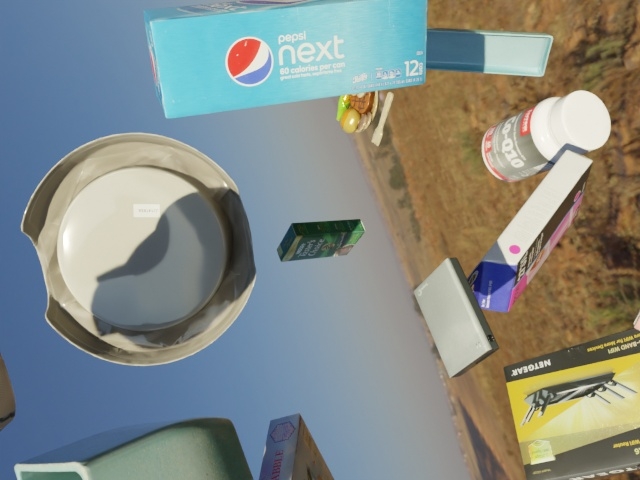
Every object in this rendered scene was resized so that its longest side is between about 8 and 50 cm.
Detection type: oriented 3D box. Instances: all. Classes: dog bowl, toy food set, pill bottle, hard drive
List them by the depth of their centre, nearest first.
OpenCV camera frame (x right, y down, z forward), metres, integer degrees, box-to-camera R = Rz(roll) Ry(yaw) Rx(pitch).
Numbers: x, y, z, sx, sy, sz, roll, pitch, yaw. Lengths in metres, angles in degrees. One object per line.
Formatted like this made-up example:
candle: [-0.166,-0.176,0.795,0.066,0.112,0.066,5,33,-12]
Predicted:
hard drive: [0.180,0.104,0.853,0.094,0.022,0.135,-55,46,48]
dog bowl: [-0.270,0.011,0.983,0.102,0.349,0.349,-129,17,-80]
toy food set: [0.080,-0.292,1.363,0.192,0.038,0.132,47,127,51]
pill bottle: [0.531,-0.246,1.513,0.161,0.161,0.283,69,158,0]

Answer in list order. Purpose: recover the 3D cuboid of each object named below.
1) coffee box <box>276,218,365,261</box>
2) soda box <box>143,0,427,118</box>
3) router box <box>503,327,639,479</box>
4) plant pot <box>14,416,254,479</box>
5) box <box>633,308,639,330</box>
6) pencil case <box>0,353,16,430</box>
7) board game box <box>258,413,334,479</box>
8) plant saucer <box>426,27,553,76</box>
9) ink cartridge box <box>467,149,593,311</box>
coffee box: [0.000,0.000,1.476,0.113,0.184,0.040,-55,48,48]
soda box: [-0.025,-0.151,0.495,0.067,0.210,0.071,-127,29,-57]
router box: [0.534,0.330,1.239,0.081,0.309,0.243,30,-135,-41]
plant pot: [-0.233,0.373,0.899,0.252,0.247,0.248,-20,-91,-45]
box: [0.624,0.100,0.951,0.148,0.232,0.127,-40,-35,-41]
pencil case: [-0.416,0.175,0.437,0.410,0.183,0.160,-40,-56,-45]
board game box: [-0.020,0.523,1.073,0.318,0.066,0.318,-81,-29,-62]
plant saucer: [0.207,-0.257,0.853,0.067,0.192,0.018,81,-163,-55]
ink cartridge box: [0.391,0.009,1.208,0.069,0.371,0.176,33,157,28]
